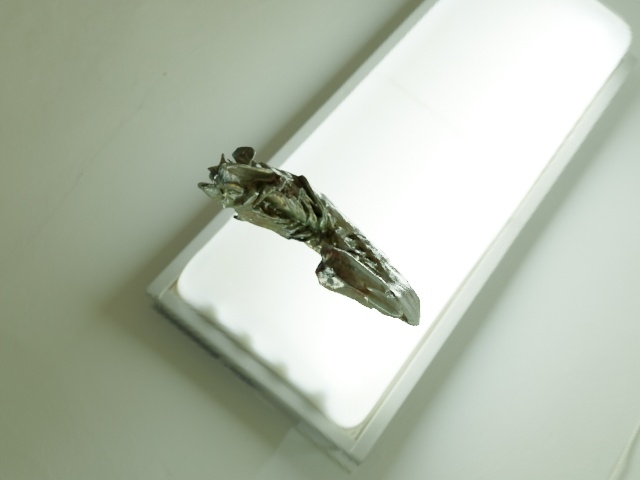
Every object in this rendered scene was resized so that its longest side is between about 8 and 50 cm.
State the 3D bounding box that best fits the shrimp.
[{"bbox_3d":[0.000,0.000,1.008,0.085,0.360,0.247,-50,-131,8],"label":"shrimp"}]
